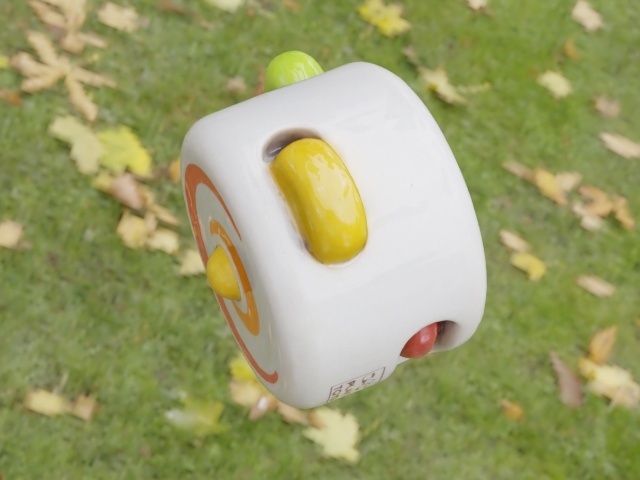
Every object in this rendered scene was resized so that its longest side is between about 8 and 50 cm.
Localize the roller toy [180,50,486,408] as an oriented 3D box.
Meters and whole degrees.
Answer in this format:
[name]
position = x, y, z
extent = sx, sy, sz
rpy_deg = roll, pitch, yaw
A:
[roller toy]
position = 0.000, 0.000, 0.933
extent = 0.146, 0.191, 0.209
rpy_deg = -21, 28, -15
